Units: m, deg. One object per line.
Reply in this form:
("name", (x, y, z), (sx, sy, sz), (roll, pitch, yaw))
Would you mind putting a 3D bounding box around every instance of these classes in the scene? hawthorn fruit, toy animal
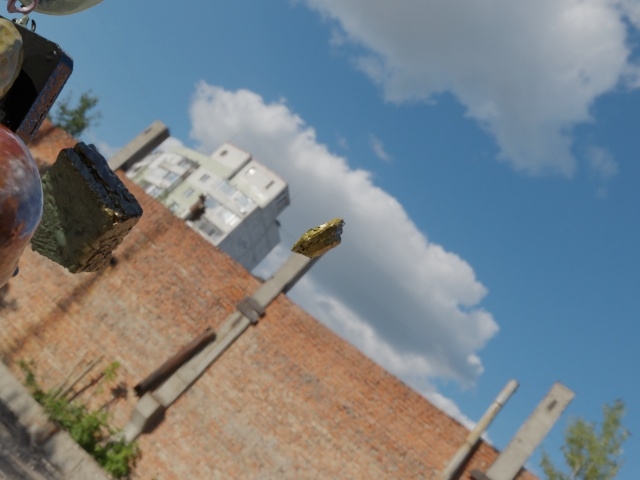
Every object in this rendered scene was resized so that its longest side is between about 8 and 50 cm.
("hawthorn fruit", (-0.472, -0.050, 0.844), (0.263, 0.231, 0.235), (22, -35, -3))
("toy animal", (-0.987, -0.625, 2.139), (0.176, 0.217, 0.073), (62, -6, 16))

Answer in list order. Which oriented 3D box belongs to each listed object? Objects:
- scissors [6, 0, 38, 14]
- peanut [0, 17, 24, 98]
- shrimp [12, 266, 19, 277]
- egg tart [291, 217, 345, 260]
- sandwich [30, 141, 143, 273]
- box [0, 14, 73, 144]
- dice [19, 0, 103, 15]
("scissors", (-0.564, -0.537, 1.408), (0.021, 0.212, 0.110), (61, -3, 18))
("peanut", (-0.632, -0.276, 1.171), (0.152, 0.313, 0.152), (23, -37, 19))
("shrimp", (-0.588, 0.027, 1.228), (0.108, 0.023, 0.059), (42, 12, 1))
("egg tart", (0.000, 0.000, 1.405), (0.052, 0.130, 0.130), (60, -19, 6))
("sandwich", (-0.643, -0.063, 1.806), (0.325, 0.131, 0.262), (-44, -102, 31))
("box", (-0.666, -0.344, 1.349), (0.350, 0.211, 0.058), (28, -3, 19))
("dice", (-0.634, -0.719, 1.616), (0.264, 0.268, 0.262), (66, 3, -64))
